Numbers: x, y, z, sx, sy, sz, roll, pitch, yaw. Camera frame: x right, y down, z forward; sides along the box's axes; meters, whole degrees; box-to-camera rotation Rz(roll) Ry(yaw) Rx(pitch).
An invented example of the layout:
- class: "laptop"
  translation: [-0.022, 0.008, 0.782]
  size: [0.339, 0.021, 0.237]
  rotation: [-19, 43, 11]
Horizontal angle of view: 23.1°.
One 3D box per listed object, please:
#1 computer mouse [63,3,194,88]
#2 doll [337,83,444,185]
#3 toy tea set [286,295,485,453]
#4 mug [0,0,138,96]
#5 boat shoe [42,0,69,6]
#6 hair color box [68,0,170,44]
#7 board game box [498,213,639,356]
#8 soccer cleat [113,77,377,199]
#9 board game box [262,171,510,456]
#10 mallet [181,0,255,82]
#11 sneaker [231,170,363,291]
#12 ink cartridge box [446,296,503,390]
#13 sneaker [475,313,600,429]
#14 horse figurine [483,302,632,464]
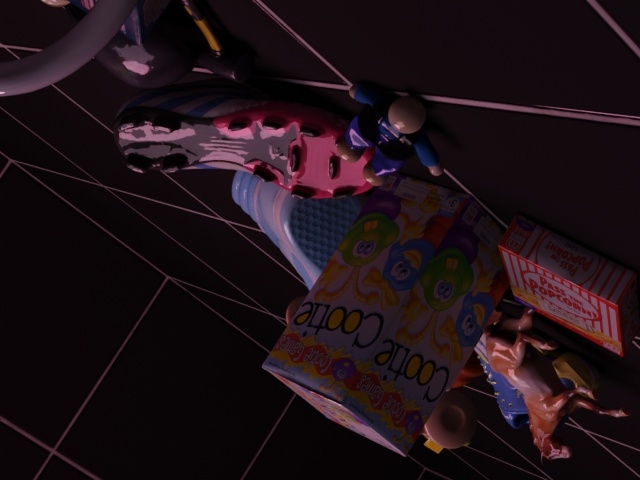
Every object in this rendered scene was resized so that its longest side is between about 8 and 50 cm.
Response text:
- class: "computer mouse"
  translation: [-0.230, -0.226, 1.775]
  size: [0.188, 0.072, 0.272]
  rotation: [42, 175, -30]
- class: "doll"
  translation: [0.074, -0.108, 1.611]
  size: [0.129, 0.046, 0.189]
  rotation: [42, 163, 0]
- class: "toy tea set"
  translation: [0.104, 0.163, 2.316]
  size: [0.336, 0.200, 0.124]
  rotation: [35, 161, -12]
- class: "mug"
  translation: [-0.277, -0.255, 1.008]
  size: [0.374, 0.328, 0.276]
  rotation: [39, -173, -8]
- class: "boat shoe"
  translation: [-0.325, -0.340, 1.658]
  size: [0.073, 0.080, 0.223]
  rotation: [-14, 133, 43]
- class: "hair color box"
  translation: [-0.240, -0.323, 1.216]
  size: [0.347, 0.174, 0.105]
  rotation: [32, 168, 2]
- class: "board game box"
  translation: [0.279, 0.051, 1.739]
  size: [0.147, 0.045, 0.193]
  rotation: [28, 168, 21]
- class: "soccer cleat"
  translation: [-0.075, -0.135, 1.803]
  size: [0.331, 0.143, 0.116]
  rotation: [9, 128, 16]
- class: "board game box"
  translation: [0.087, 0.081, 1.797]
  size: [0.142, 0.275, 0.144]
  rotation: [21, 165, 46]
- class: "mallet"
  translation: [-0.120, -0.230, 1.660]
  size: [0.062, 0.039, 0.189]
  rotation: [29, 165, 23]
- class: "sneaker"
  translation: [0.000, 0.000, 1.972]
  size: [0.208, 0.127, 0.319]
  rotation: [42, 162, 49]
- class: "ink cartridge box"
  translation: [0.126, 0.102, 2.107]
  size: [0.087, 0.153, 0.208]
  rotation: [36, 169, -28]
- class: "sneaker"
  translation: [0.255, 0.178, 2.143]
  size: [0.240, 0.126, 0.091]
  rotation: [25, 167, 31]
- class: "horse figurine"
  translation: [0.279, 0.166, 2.009]
  size: [0.263, 0.066, 0.174]
  rotation: [51, 150, -10]
